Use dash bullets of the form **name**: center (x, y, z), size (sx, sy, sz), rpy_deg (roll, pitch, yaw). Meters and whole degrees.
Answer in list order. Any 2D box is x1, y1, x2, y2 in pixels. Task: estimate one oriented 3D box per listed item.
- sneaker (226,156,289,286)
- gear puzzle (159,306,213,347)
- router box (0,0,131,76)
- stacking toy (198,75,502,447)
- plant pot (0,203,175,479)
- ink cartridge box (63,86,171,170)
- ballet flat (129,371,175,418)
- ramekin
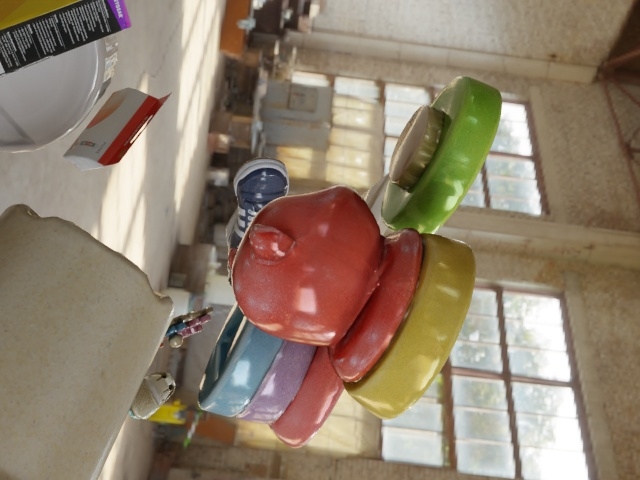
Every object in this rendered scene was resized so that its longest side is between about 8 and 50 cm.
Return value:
- **sneaker**: center (-0.111, -0.014, 1.446), size (0.282, 0.099, 0.153), rpy_deg (114, -26, -55)
- **gear puzzle**: center (-0.338, 0.194, 1.304), size (0.044, 0.338, 0.175), rpy_deg (68, 19, 4)
- **router box**: center (-0.260, -0.221, 0.699), size (0.179, 0.133, 0.046), rpy_deg (51, -20, 35)
- **stacking toy**: center (0.000, 0.000, 0.613), size (0.309, 0.130, 0.280), rpy_deg (-47, -161, 58)
- **plant pot**: center (-0.328, 0.142, 0.869), size (0.306, 0.333, 0.334), rpy_deg (-60, 174, -19)
- **ink cartridge box**: center (-0.321, -0.179, 1.265), size (0.179, 0.045, 0.145), rpy_deg (-2, -129, 57)
- **ballet flat**: center (-0.215, 0.188, 1.030), size (0.057, 0.052, 0.168), rpy_deg (60, -6, 0)
- **ramekin**: center (-0.394, -0.259, 1.057), size (0.127, 0.272, 0.273), rpy_deg (-70, 168, -68)
